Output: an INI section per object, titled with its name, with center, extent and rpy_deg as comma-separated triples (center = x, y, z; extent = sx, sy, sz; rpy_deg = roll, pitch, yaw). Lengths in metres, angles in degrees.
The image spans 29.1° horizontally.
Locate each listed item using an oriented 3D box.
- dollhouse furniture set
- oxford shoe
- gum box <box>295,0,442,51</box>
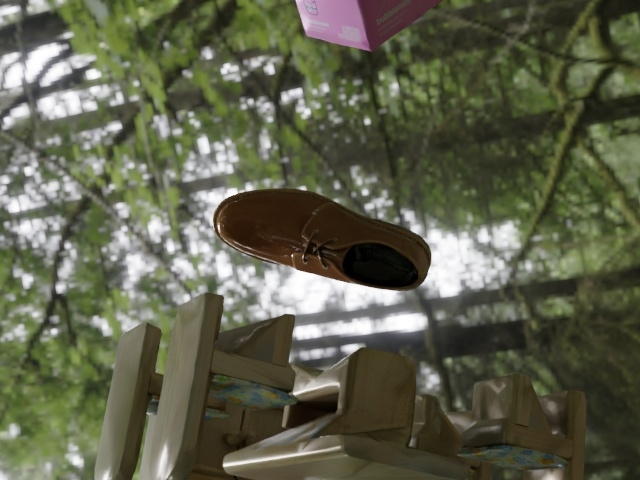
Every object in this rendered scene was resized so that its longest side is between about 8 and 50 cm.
[dollhouse furniture set]
center = -0.030, 0.243, 1.102
extent = 0.362, 0.394, 0.257
rpy_deg = 17, -110, -25
[oxford shoe]
center = 0.000, 0.000, 1.147
extent = 0.076, 0.212, 0.076
rpy_deg = -64, -15, -76
[gum box]
center = 0.062, -0.211, 0.754
extent = 0.188, 0.062, 0.107
rpy_deg = -39, -50, -27
